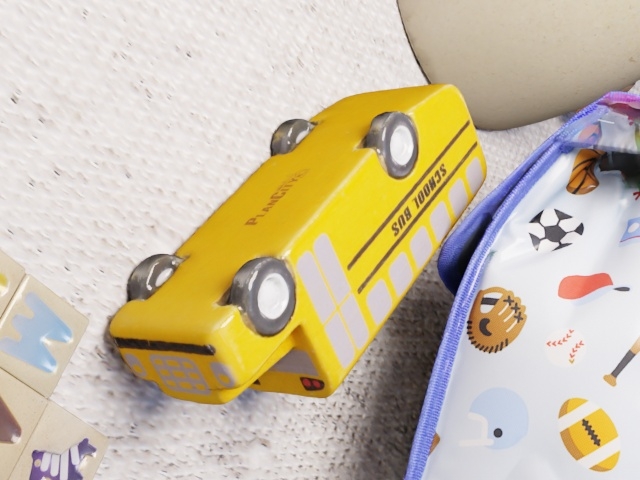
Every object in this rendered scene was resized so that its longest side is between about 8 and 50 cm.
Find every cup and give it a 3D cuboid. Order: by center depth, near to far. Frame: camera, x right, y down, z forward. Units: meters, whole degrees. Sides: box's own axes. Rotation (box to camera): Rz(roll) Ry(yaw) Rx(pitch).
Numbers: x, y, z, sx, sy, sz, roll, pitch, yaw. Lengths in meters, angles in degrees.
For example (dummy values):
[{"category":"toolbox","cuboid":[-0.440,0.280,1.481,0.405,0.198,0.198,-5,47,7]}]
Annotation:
[{"category":"cup","cuboid":[0.256,-0.277,0.950,0.331,0.237,0.331,0,90,-48]}]

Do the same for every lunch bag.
[{"category":"lunch bag","cuboid":[0.223,0.104,0.865,0.328,0.238,0.386,39,66,-67]}]

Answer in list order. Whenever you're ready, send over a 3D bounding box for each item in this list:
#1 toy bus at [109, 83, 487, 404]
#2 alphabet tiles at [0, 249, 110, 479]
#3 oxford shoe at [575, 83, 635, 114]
[{"category":"toy bus","cuboid":[0.000,0.000,0.744,0.333,0.108,0.130,-50,128,-39]},{"category":"alphabet tiles","cuboid":[-0.255,0.103,0.505,0.342,0.011,0.285,47,55,-39]},{"category":"oxford shoe","cuboid":[0.332,-0.201,1.194,0.076,0.076,0.212,39,35,4]}]
